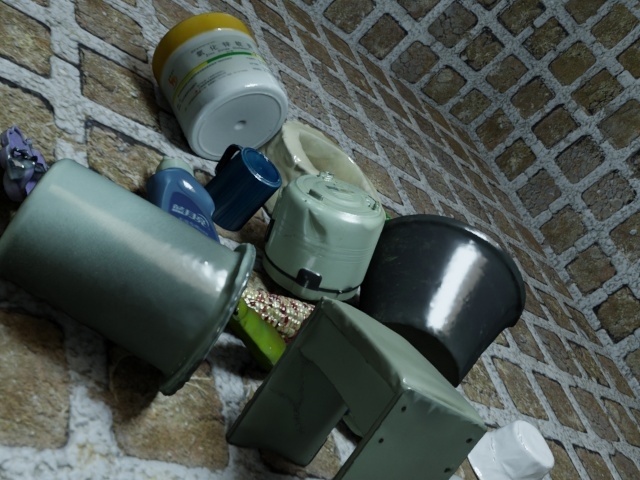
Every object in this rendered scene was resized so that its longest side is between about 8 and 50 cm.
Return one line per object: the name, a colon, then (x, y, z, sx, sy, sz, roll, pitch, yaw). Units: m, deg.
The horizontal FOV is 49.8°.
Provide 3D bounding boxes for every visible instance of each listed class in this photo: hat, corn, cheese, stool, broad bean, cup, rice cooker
hat: (0.426, 0.474, 1.509, 0.203, 0.126, 0.203, 33, 28, -21)
corn: (-0.079, 0.139, 1.233, 0.253, 0.086, 0.086, 23, 34, -40)
cheese: (-0.008, -0.126, 1.646, 0.332, 0.153, 0.292, 25, 33, -40)
stool: (0.040, 0.260, 0.949, 0.170, 0.270, 0.243, 31, 7, -33)
broad bean: (-0.107, 0.145, 1.090, 0.075, 0.067, 0.325, 29, -16, 28)
cup: (-0.171, -0.119, 1.394, 0.150, 0.138, 0.113, 50, 25, 5)
rice cooker: (0.000, 0.000, 1.388, 0.225, 0.244, 0.226, 14, 24, -6)

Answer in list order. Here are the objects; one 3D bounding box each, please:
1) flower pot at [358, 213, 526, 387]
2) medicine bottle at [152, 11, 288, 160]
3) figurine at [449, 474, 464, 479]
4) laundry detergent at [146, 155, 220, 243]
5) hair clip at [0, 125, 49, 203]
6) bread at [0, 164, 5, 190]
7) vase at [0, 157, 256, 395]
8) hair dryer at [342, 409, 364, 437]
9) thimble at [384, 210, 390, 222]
flower pot: (0.205, 0.156, 1.421, 0.379, 0.379, 0.251, 43, 47, -10)
medicine bottle: (-0.219, -0.335, 1.511, 0.237, 0.238, 0.232, 8, 45, -54)
figurine: (0.201, 0.483, 1.058, 0.154, 0.193, 0.421, 20, 41, -51)
laundry detergent: (-0.246, -0.045, 1.220, 0.143, 0.094, 0.290, 24, 34, -34)
hair clip: (-0.419, -0.108, 1.002, 0.195, 0.052, 0.124, -159, -124, -80)
bread: (-0.488, -0.078, 0.896, 0.128, 0.088, 0.232, 42, 26, -25)
vase: (-0.271, 0.042, 0.932, 0.291, 0.245, 0.245, 30, 29, -15)
hair dryer: (0.093, 0.323, 1.308, 0.167, 0.067, 0.199, 52, 9, -12)
thimble: (0.122, -0.056, 1.830, 0.130, 0.090, 0.118, 28, 30, -37)
